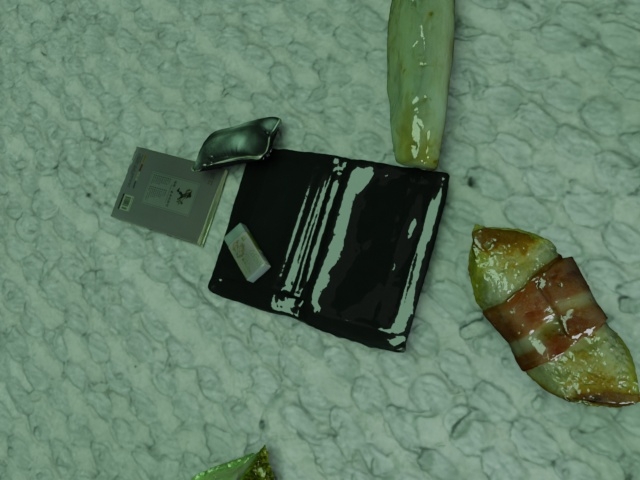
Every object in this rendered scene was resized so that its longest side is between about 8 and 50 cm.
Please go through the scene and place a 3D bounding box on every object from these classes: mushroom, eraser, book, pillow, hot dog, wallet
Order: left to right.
[{"bbox_3d":[-0.240,-0.072,1.064,0.182,0.014,0.127,16,83,24],"label":"book"},{"bbox_3d":[-0.125,-0.143,1.005,0.136,0.055,0.091,-5,69,26],"label":"pillow"},{"bbox_3d":[-0.105,0.016,0.955,0.038,0.019,0.083,-43,58,13],"label":"eraser"},{"bbox_3d":[0.000,0.000,0.938,0.323,0.041,0.247,12,82,30],"label":"wallet"},{"bbox_3d":[0.135,-0.254,0.918,0.087,0.107,0.333,11,80,-20],"label":"mushroom"},{"bbox_3d":[0.262,0.086,0.793,0.123,0.093,0.261,-30,84,3],"label":"hot dog"}]

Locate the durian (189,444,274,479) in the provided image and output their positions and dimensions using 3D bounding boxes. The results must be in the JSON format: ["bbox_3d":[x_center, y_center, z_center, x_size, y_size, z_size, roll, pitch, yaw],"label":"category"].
[{"bbox_3d":[-0.207,0.413,0.905,0.356,0.157,0.169,-21,35,15],"label":"durian"}]
